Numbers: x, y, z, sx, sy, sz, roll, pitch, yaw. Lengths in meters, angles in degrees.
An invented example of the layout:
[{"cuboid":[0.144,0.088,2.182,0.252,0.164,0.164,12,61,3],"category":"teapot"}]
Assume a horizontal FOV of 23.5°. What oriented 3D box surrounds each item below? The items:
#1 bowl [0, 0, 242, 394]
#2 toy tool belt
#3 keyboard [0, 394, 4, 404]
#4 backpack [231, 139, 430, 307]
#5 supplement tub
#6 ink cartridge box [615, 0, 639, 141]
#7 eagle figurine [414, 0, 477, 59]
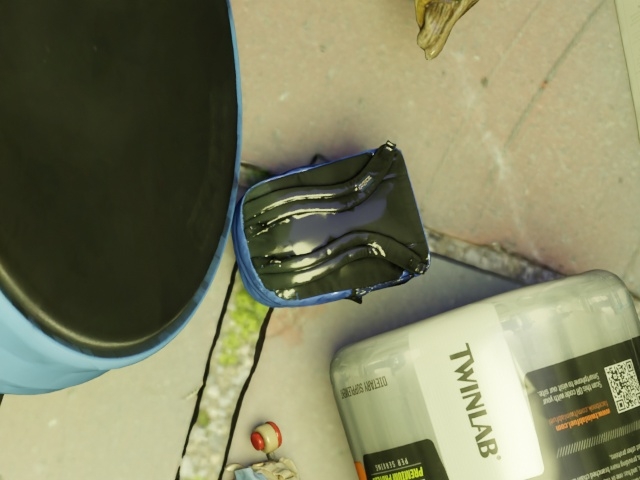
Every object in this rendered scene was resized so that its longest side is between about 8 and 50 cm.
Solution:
[{"cuboid":[-0.155,-0.107,0.887,0.077,0.391,0.391,-5,78,23],"category":"bowl"},{"cuboid":[-0.040,0.167,1.024,0.051,0.052,0.083,-18,84,-29],"category":"toy tool belt"},{"cuboid":[-0.231,0.019,0.998,0.100,0.038,0.192,17,74,-14],"category":"keyboard"},{"cuboid":[0.000,0.000,1.044,0.120,0.101,0.098,-15,82,-16],"category":"backpack"},{"cuboid":[0.146,0.203,0.995,0.207,0.207,0.338,-15,83,-20],"category":"supplement tub"},{"cuboid":[0.276,-0.186,1.167,0.062,0.109,0.209,-6,81,-19],"category":"ink cartridge box"},{"cuboid":[0.013,-0.270,1.060,0.225,0.226,0.298,-42,99,0],"category":"eagle figurine"}]
